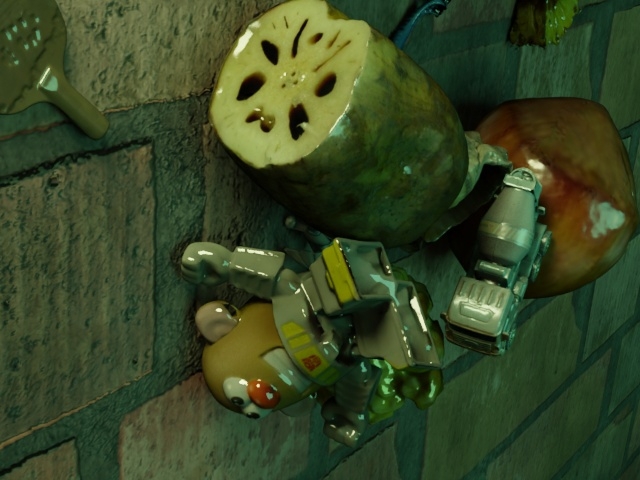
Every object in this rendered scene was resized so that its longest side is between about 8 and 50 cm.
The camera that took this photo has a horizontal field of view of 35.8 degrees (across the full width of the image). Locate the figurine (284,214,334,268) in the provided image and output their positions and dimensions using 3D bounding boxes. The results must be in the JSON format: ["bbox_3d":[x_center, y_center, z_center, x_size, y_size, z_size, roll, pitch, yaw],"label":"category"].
[{"bbox_3d":[0.000,0.000,1.357,0.086,0.094,0.082,25,73,-52],"label":"figurine"}]

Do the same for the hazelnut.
[{"bbox_3d":[0.367,-0.076,1.678,0.372,0.315,0.372,-50,-172,9],"label":"hazelnut"}]

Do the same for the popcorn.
[{"bbox_3d":[0.083,0.150,1.414,0.237,0.251,0.206,-28,134,-43],"label":"popcorn"}]

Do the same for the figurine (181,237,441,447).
[{"bbox_3d":[-0.024,0.124,1.234,0.342,0.285,0.167,62,26,-6],"label":"figurine"}]

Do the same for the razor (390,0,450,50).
[{"bbox_3d":[0.116,-0.276,1.442,0.253,0.042,0.082,-56,-174,-21],"label":"razor"}]

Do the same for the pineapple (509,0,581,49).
[{"bbox_3d":[0.417,-0.437,1.778,0.135,0.079,0.233,11,94,-59],"label":"pineapple"}]

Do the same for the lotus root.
[{"bbox_3d":[0.041,-0.124,1.216,0.346,0.250,0.250,30,80,-49],"label":"lotus root"}]

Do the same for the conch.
[{"bbox_3d":[0.160,-0.104,1.490,0.210,0.159,0.291,-30,165,-25],"label":"conch"}]

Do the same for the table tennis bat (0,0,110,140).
[{"bbox_3d":[-0.275,-0.166,0.926,0.131,0.022,0.234,-62,144,-16],"label":"table tennis bat"}]

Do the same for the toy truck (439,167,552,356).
[{"bbox_3d":[0.261,0.029,1.452,0.140,0.108,0.256,65,46,-63],"label":"toy truck"}]
